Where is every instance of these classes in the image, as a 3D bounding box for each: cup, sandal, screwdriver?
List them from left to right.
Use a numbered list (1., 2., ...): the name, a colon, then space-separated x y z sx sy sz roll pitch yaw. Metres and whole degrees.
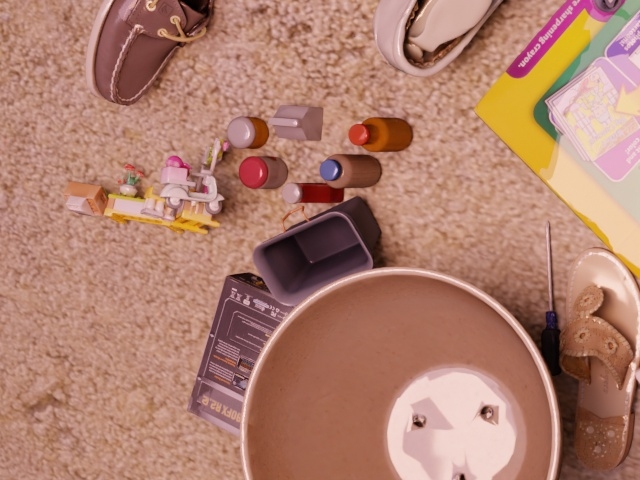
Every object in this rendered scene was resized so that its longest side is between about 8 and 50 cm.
1. cup: 0.112 0.204 1.486 0.331 0.237 0.331 -3 81 21
2. screwdriver: 0.250 0.063 1.542 0.024 0.025 0.170 -3 92 29
3. sandal: 0.291 0.129 1.491 0.088 0.079 0.240 0 93 28

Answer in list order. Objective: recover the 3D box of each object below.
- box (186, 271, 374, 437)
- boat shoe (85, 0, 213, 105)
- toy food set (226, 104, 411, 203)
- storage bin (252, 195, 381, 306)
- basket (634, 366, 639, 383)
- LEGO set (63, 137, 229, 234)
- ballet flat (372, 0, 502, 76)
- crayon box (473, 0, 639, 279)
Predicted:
1. box: -0.032 0.163 1.682 0.231 0.056 0.183 22 104 26
2. boat shoe: -0.176 -0.298 1.706 0.097 0.116 0.324 36 103 26
3. toy food set: -0.022 -0.100 1.635 0.232 0.104 0.111 8 96 28
4. storage bin: 0.000 0.000 1.627 0.135 0.091 0.098 -25 104 27
5. basket: 0.395 0.144 1.390 0.103 0.167 0.113 -37 76 19
6. LEGO set: -0.195 -0.075 1.735 0.287 0.132 0.107 0 75 54
7. ballet flat: 0.197 -0.328 1.480 0.139 0.139 0.400 46 114 19
8. crayon box: 0.388 -0.157 1.409 0.313 0.106 0.363 48 112 17
